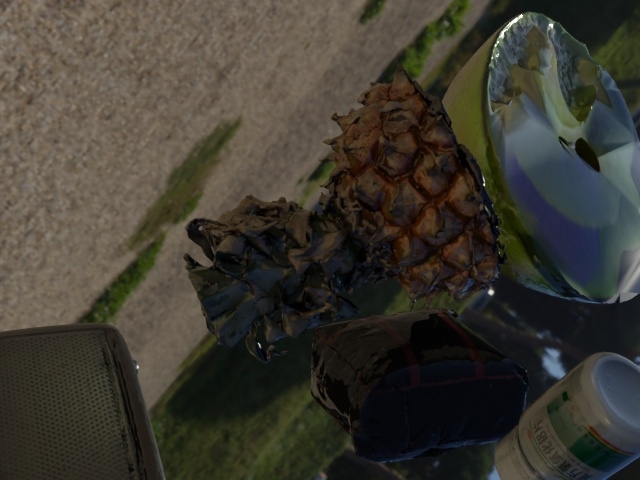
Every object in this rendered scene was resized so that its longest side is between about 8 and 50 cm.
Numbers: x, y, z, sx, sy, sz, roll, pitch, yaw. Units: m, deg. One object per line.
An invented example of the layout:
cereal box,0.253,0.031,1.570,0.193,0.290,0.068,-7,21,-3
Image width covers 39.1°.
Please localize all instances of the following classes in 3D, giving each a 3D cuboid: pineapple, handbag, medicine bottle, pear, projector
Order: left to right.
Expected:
projector,-0.353,0.379,1.256,0.242,0.405,0.395,-6,129,-21
pineapple,0.000,0.000,0.877,0.271,0.263,0.262,-27,172,-10
handbag,0.106,0.161,1.043,0.169,0.215,0.155,-129,-138,-57
pear,0.270,-0.094,1.196,0.165,0.399,0.399,-20,-161,42
medicine bottle,0.200,0.153,0.707,0.080,0.080,0.130,-46,174,-49
